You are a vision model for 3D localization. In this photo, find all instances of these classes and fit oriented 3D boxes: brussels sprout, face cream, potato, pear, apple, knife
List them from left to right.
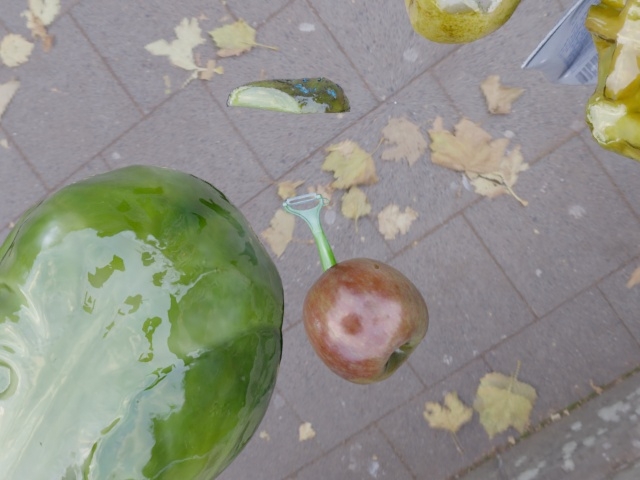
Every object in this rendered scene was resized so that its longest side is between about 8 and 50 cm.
[{"bbox_3d":[-0.185,0.115,0.649,0.281,0.354,0.289,39,145,-14],"label":"brussels sprout"},{"bbox_3d":[-0.049,-0.237,1.174,0.198,0.119,0.054,5,110,6],"label":"potato"},{"bbox_3d":[0.001,-0.002,1.181,0.078,0.022,0.166,-9,116,28],"label":"knife"},{"bbox_3d":[0.067,0.122,1.137,0.188,0.188,0.174,-48,62,12],"label":"apple"},{"bbox_3d":[0.195,-0.355,0.989,0.178,0.178,0.177,1,101,6],"label":"pear"},{"bbox_3d":[0.410,-0.316,1.062,0.235,0.420,0.137,-46,78,21],"label":"face cream"}]

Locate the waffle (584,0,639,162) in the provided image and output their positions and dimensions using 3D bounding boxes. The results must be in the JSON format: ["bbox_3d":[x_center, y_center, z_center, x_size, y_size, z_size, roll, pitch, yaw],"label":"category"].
[{"bbox_3d":[0.210,-0.117,0.256,0.291,0.051,0.291,15,110,46],"label":"waffle"}]
